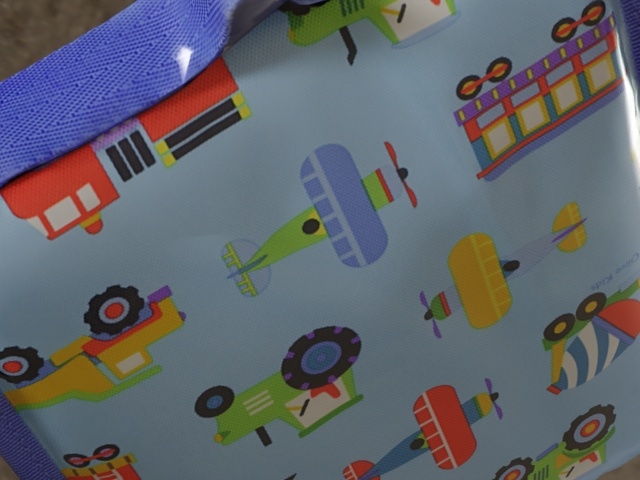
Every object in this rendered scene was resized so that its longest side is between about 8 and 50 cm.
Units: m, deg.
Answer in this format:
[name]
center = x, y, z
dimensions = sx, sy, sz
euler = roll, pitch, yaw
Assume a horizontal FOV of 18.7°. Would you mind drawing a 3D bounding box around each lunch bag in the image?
[lunch bag]
center = 0.000, 0.000, 0.593
dimensions = 0.221, 0.138, 0.293
euler = -29, 153, -4
